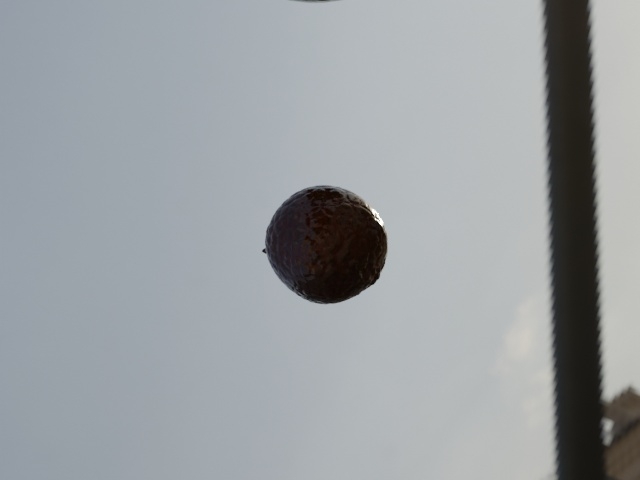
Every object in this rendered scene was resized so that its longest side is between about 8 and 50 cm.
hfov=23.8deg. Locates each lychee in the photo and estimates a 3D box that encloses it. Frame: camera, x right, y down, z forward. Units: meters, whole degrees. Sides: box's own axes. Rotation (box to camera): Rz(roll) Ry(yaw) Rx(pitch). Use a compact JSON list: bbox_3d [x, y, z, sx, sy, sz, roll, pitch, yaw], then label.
[{"bbox_3d":[-0.001,-0.001,1.322,0.114,0.140,0.101,-16,-52,2],"label":"lychee"}]

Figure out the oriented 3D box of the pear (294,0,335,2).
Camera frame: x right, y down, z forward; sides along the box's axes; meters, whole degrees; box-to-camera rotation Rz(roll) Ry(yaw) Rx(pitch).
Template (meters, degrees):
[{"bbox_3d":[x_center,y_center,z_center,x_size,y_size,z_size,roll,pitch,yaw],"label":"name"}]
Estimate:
[{"bbox_3d":[-0.002,-0.329,1.431,0.212,0.269,0.212,-31,-49,-43],"label":"pear"}]
